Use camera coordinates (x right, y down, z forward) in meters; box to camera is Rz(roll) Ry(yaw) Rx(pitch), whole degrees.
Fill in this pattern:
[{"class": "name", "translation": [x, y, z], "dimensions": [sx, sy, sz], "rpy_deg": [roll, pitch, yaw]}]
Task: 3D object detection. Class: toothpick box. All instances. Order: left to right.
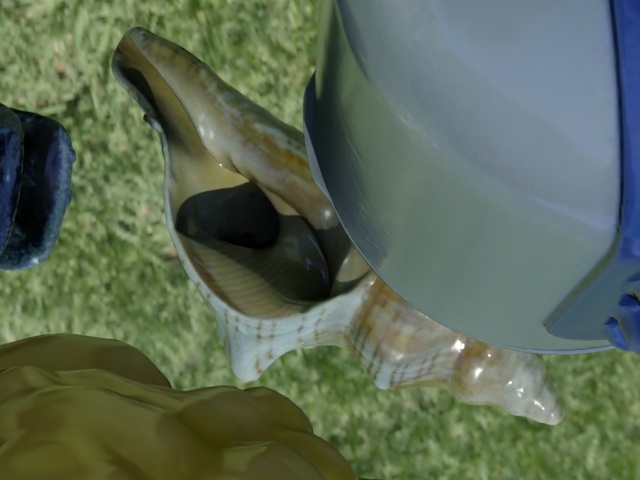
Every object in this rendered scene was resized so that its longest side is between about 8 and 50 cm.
[{"class": "toothpick box", "translation": [0.116, -0.078, 0.598], "dimensions": [0.263, 0.263, 0.354], "rpy_deg": [-17, 169, -3]}]

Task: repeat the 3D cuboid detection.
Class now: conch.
[{"class": "conch", "translation": [0.001, 0.008, 1.050], "dimensions": [0.203, 0.386, 0.169], "rpy_deg": [-49, 157, -26]}]

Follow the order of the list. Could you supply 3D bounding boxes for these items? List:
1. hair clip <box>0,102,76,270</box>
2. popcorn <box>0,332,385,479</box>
[{"class": "hair clip", "translation": [-0.322, -0.059, 0.996], "dimensions": [0.310, 0.206, 0.194], "rpy_deg": [-12, 180, 9]}, {"class": "popcorn", "translation": [-0.116, 0.162, 0.452], "dimensions": [0.349, 0.381, 0.349], "rpy_deg": [-33, 167, -8]}]
